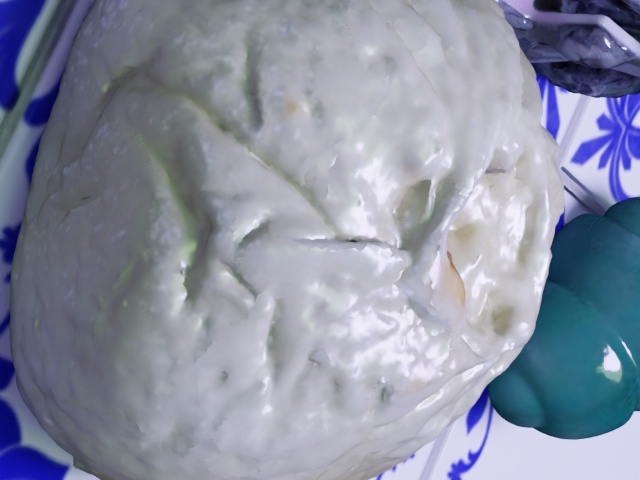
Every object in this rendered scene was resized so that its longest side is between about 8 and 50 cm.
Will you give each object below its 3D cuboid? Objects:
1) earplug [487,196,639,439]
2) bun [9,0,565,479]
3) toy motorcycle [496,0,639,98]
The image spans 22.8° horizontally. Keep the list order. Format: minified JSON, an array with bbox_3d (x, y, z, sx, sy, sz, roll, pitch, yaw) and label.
[{"bbox_3d":[0.235,0.074,1.275,0.280,0.164,0.257,-29,161,-26],"label":"earplug"},{"bbox_3d":[0.000,0.000,0.896,0.352,0.227,0.349,-35,129,-34],"label":"bun"},{"bbox_3d":[0.180,-0.192,1.062,0.327,0.188,0.143,44,62,-46],"label":"toy motorcycle"}]
